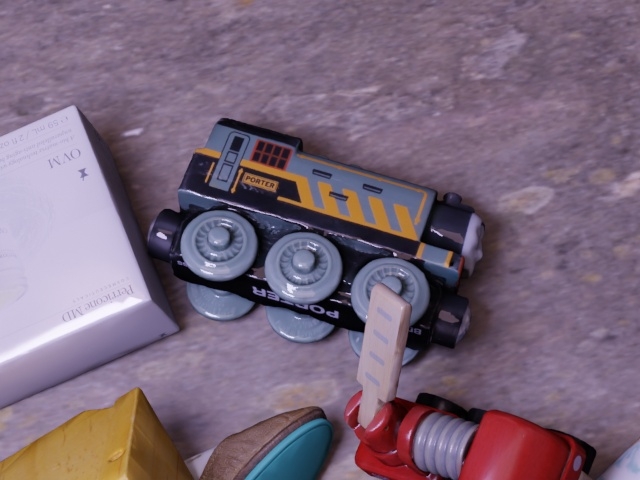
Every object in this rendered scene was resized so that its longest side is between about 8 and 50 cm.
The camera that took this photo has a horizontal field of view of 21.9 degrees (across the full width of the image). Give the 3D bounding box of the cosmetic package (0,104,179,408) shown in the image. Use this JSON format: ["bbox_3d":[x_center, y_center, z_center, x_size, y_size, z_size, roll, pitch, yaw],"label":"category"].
[{"bbox_3d":[-0.292,0.023,1.659,0.224,0.138,0.224,-24,73,1],"label":"cosmetic package"}]

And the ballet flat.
[{"bbox_3d":[-0.121,0.289,1.593,0.124,0.116,0.342,20,73,34],"label":"ballet flat"}]

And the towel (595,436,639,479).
[{"bbox_3d":[0.378,0.369,1.536,0.320,0.090,0.374,-42,74,-10],"label":"towel"}]

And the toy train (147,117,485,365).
[{"bbox_3d":[0.000,0.000,1.660,0.334,0.142,0.190,16,65,8],"label":"toy train"}]

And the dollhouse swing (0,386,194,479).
[{"bbox_3d":[-0.229,0.380,1.487,0.347,0.315,0.305,-33,104,6],"label":"dollhouse swing"}]

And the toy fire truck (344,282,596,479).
[{"bbox_3d":[0.119,0.167,1.512,0.217,0.246,0.158,14,73,36],"label":"toy fire truck"}]
